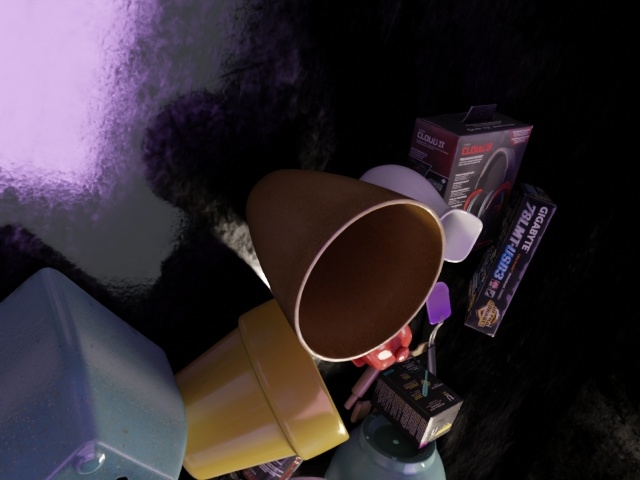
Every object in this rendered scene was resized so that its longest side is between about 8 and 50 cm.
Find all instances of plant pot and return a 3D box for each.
[{"bbox_3d":[0.000,0.000,0.741,0.237,0.254,0.237,-20,128,-28],"label":"plant pot"},{"bbox_3d":[-0.310,0.236,0.624,0.247,0.252,0.248,-43,132,-9],"label":"plant pot"},{"bbox_3d":[0.163,0.528,1.216,0.293,0.293,0.196,-8,117,-37],"label":"plant pot"},{"bbox_3d":[-0.114,0.253,0.839,0.239,0.254,0.254,-26,133,-7],"label":"plant pot"}]

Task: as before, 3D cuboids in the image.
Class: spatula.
[{"bbox_3d":[0.279,0.242,1.276,0.084,0.030,0.296,-16,117,-36],"label":"spatula"}]

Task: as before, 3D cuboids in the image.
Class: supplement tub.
[{"bbox_3d":[-0.068,0.407,1.064,0.198,0.106,0.106,-50,137,-2],"label":"supplement tub"}]

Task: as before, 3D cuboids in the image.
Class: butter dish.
[{"bbox_3d":[0.138,0.211,1.103,0.160,0.118,0.160,-42,137,-10],"label":"butter dish"}]

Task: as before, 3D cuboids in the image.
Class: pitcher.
[{"bbox_3d":[0.135,-0.055,0.859,0.178,0.207,0.125,18,104,-45],"label":"pitcher"}]

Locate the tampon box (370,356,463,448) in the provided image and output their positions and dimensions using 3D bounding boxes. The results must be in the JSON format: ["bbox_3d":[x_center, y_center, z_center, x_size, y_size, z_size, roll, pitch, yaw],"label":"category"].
[{"bbox_3d":[0.220,0.373,1.208,0.120,0.161,0.101,-9,124,-39],"label":"tampon box"}]

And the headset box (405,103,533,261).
[{"bbox_3d":[0.270,-0.118,1.004,0.218,0.110,0.293,-14,125,-35],"label":"headset box"}]

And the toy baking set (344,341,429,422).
[{"bbox_3d":[0.161,0.338,1.277,0.197,0.030,0.256,27,98,-50],"label":"toy baking set"}]

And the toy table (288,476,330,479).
[{"bbox_3d":[-0.073,0.620,1.074,0.274,0.161,0.252,-32,113,14],"label":"toy table"}]

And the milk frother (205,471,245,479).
[{"bbox_3d":[-0.232,0.488,1.000,0.135,0.129,0.143,-44,94,-9],"label":"milk frother"}]

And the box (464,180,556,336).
[{"bbox_3d":[0.409,0.025,1.147,0.295,0.073,0.293,-32,142,-69],"label":"box"}]
